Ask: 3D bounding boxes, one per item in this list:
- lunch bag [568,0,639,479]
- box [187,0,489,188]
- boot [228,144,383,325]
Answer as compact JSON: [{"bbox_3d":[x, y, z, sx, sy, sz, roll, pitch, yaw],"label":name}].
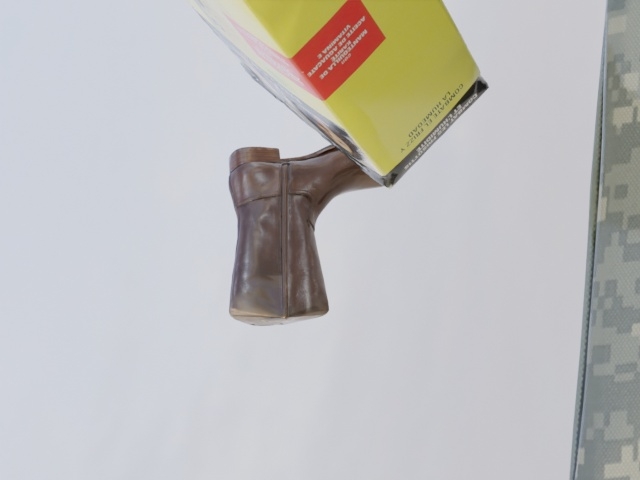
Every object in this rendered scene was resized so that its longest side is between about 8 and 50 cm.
[{"bbox_3d":[0.244,0.019,0.625,0.212,0.256,0.305,21,-107,-55],"label":"lunch bag"},{"bbox_3d":[-0.017,-0.096,0.561,0.058,0.087,0.232,-48,-24,-2],"label":"box"},{"bbox_3d":[0.000,0.000,0.978,0.037,0.106,0.114,94,172,-54],"label":"boot"}]
